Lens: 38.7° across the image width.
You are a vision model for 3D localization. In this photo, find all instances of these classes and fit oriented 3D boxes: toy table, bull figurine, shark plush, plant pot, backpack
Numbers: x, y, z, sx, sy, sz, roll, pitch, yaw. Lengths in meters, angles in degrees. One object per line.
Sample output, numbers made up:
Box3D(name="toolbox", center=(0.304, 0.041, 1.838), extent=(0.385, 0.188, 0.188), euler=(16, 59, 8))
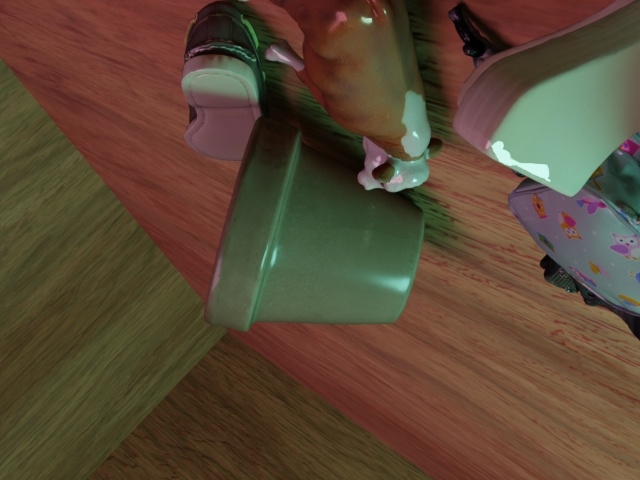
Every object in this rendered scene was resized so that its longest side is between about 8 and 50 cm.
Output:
Box3D(name="toy table", center=(0.185, -0.077, 0.427), extent=(0.252, 0.161, 0.274), euler=(23, -162, -31))
Box3D(name="bull figurine", center=(0.026, -0.167, 0.848), extent=(0.188, 0.101, 0.310), euler=(39, 164, 23))
Box3D(name="shark plush", center=(0.151, -0.119, 0.760), extent=(0.161, 0.073, 0.067), euler=(41, -165, -7))
Box3D(name="plant pot", center=(0.000, 0.000, 1.115), extent=(0.229, 0.263, 0.263), euler=(14, 164, -2))
Box3D(name="backpack", center=(0.235, -0.026, 0.618), extent=(0.188, 0.144, 0.166), euler=(35, 170, -7))

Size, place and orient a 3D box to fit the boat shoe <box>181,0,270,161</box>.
Box3D(name="boat shoe", center=(-0.122, -0.189, 1.175), extent=(0.116, 0.097, 0.324), euler=(2, 165, -1))

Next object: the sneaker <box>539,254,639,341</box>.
Box3D(name="sneaker", center=(0.280, 0.044, 0.802), extent=(0.227, 0.087, 0.130), euler=(51, 165, -14))
